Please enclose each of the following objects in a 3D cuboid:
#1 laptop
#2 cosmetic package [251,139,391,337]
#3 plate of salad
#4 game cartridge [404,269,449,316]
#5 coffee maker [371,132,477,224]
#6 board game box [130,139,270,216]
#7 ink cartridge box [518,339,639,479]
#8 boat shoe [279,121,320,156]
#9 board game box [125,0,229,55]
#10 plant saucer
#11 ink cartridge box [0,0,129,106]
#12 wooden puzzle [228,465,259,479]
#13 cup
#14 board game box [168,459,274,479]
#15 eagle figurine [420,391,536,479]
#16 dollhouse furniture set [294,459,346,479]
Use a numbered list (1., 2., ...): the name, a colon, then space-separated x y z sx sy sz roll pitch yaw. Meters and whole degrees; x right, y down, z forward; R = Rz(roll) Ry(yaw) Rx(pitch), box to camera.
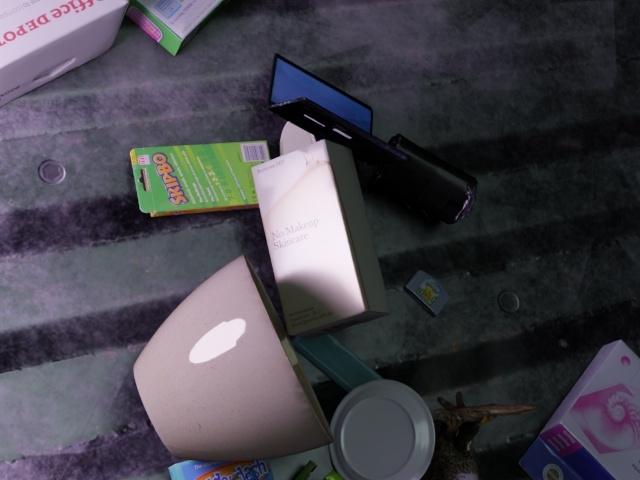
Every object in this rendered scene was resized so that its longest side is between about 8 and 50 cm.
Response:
1. laptop: 0.036 -0.245 2.023 0.234 0.264 0.136 26 80 -22
2. cosmetic package: 0.000 0.000 1.933 0.113 0.160 0.309 11 61 -62
3. plate of salad: 0.106 0.338 1.901 0.048 0.200 0.199 25 54 -60
4. game cartridge: 0.203 0.097 2.098 0.083 0.017 0.056 43 58 -3
5. coffee maker: 0.197 -0.118 2.087 0.178 0.171 0.120 27 80 -9
6. board game box: -0.209 -0.112 1.999 0.260 0.039 0.124 -5 73 -26
7. ink cartridge box: 0.586 0.412 2.107 0.324 0.071 0.330 45 60 -2
8. boat shoe: -0.014 -0.123 2.070 0.079 0.084 0.233 17 50 -58
9. board game box: -0.316 -0.536 2.094 0.316 0.064 0.242 41 62 -4
10. plant saucer: 0.039 0.221 1.986 0.192 0.018 0.067 40 62 -5
11. ink cartridge box: -0.564 -0.465 1.912 0.285 0.166 0.395 -36 87 -28
12. wooden puzzle: -0.136 0.424 1.790 0.116 0.014 0.078 -36 91 -29
13. cup: -0.154 0.221 1.770 0.237 0.331 0.331 -26 82 -1
14. board game box: -0.143 0.449 1.812 0.160 0.047 0.210 -11 75 -25
15. eagle figurine: 0.237 0.426 1.921 0.226 0.225 0.298 7 100 22
16. dollhouse furniture set: 0.024 0.438 1.869 0.152 0.076 0.058 37 59 6
